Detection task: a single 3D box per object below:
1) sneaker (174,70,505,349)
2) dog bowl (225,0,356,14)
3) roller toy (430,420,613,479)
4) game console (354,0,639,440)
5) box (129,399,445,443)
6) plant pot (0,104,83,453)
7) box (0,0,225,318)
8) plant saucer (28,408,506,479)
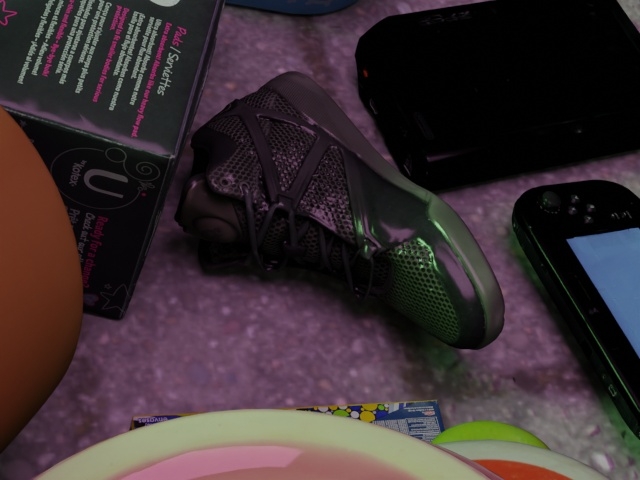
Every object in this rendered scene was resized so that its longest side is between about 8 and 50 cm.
[{"bbox_3d":[0.000,0.000,0.880,0.130,0.087,0.227,-30,62,-30],"label":"sneaker"},{"bbox_3d":[-0.080,-0.243,1.052,0.297,0.074,0.166,8,51,-8],"label":"dog bowl"},{"bbox_3d":[0.075,0.207,0.698,0.209,0.146,0.191,-34,58,-29],"label":"roller toy"},{"bbox_3d":[0.180,-0.022,0.971,0.213,0.044,0.361,-13,58,-23],"label":"game console"},{"bbox_3d":[-0.018,0.125,0.791,0.169,0.059,0.054,-1,52,-16],"label":"box"},{"bbox_3d":[-0.247,0.033,0.680,0.291,0.291,0.203,39,37,16],"label":"plant pot"},{"bbox_3d":[-0.138,-0.107,0.873,0.142,0.163,0.247,17,51,-6],"label":"box"},{"bbox_3d":[-0.023,0.178,0.542,0.332,0.084,0.332,0,40,0],"label":"plant saucer"}]
